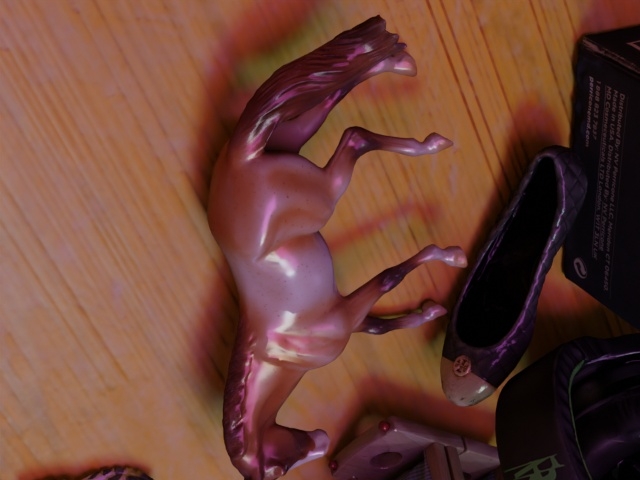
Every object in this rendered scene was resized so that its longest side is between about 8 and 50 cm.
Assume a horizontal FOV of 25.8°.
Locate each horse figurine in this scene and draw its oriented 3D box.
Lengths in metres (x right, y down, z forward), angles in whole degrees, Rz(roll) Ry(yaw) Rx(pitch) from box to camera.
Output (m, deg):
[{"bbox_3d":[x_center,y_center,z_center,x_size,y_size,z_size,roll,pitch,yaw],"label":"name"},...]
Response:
[{"bbox_3d":[0.000,0.000,0.789,0.174,0.066,0.263,-24,125,-23],"label":"horse figurine"}]

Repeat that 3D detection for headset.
[{"bbox_3d":[0.261,0.160,0.911,0.185,0.243,0.394,-37,161,24],"label":"headset"}]

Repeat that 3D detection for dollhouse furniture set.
[{"bbox_3d":[0.042,0.225,0.909,0.129,0.129,0.184,22,132,-34],"label":"dollhouse furniture set"}]

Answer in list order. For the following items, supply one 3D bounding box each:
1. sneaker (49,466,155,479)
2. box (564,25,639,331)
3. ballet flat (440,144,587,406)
[{"bbox_3d":[-0.132,0.156,0.819,0.083,0.031,0.035,1,127,-24],"label":"sneaker"},{"bbox_3d":[0.349,-0.018,0.825,0.296,0.294,0.182,-13,119,-22],"label":"box"},{"bbox_3d":[0.111,0.020,0.859,0.049,0.057,0.173,14,99,-56],"label":"ballet flat"}]
